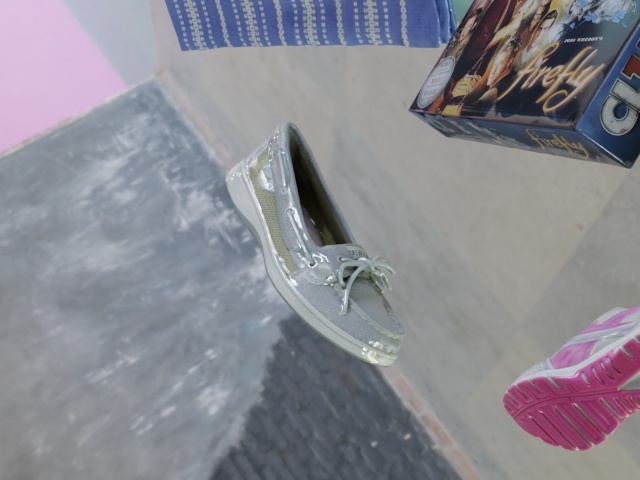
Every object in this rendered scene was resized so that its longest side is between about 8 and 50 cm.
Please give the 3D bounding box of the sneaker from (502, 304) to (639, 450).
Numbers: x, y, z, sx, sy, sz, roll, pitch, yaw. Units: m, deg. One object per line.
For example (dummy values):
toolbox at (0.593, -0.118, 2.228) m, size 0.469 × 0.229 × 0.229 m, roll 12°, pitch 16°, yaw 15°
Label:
sneaker at (0.309, 0.140, 0.939) m, size 0.252 × 0.111 × 0.103 m, roll -34°, pitch 96°, yaw 41°

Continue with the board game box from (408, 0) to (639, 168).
board game box at (0.155, -0.137, 0.556) m, size 0.042 × 0.165 × 0.243 m, roll 31°, pitch -179°, yaw -18°

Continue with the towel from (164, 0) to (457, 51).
towel at (-0.042, -0.289, 0.841) m, size 0.336 × 0.040 × 0.243 m, roll 6°, pitch 135°, yaw 29°

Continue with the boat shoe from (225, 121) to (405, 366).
boat shoe at (0.001, 0.000, 0.965) m, size 0.118 × 0.103 × 0.320 m, roll 20°, pitch -151°, yaw -46°

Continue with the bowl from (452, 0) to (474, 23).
bowl at (0.251, -0.431, 1.260) m, size 0.163 × 0.311 × 0.311 m, roll 39°, pitch 164°, yaw -11°
